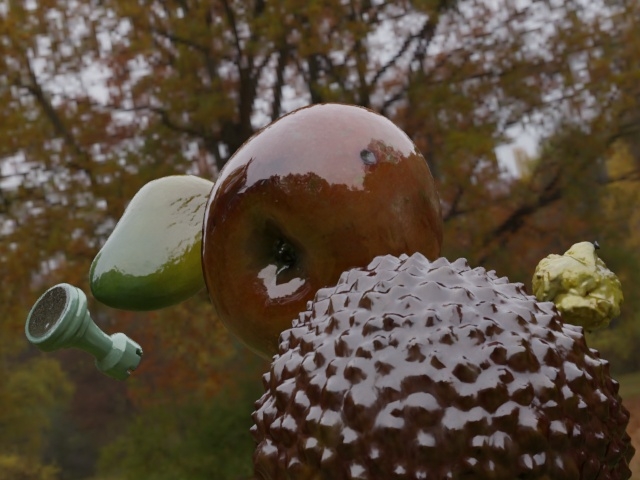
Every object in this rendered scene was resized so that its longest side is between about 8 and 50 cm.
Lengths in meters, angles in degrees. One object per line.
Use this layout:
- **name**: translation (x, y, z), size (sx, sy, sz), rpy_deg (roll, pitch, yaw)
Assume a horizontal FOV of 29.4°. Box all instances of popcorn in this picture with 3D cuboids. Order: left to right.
- **popcorn**: translation (0.224, 0.048, 1.087), size (0.084, 0.084, 0.084), rpy_deg (-11, -8, -2)

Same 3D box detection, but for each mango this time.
- **mango**: translation (-0.178, 0.008, 1.446), size (0.137, 0.237, 0.091), rpy_deg (25, -45, -2)

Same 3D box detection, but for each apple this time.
- **apple**: translation (0.000, 0.000, 1.154), size (0.253, 0.253, 0.253), rpy_deg (-11, -8, -2)

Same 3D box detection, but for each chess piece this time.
- **chess piece**: translation (-0.217, 0.091, 1.142), size (0.067, 0.067, 0.103), rpy_deg (-18, -43, 37)

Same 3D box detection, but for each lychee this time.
- **lychee**: translation (0.089, 0.151, 0.910), size (0.276, 0.304, 0.276), rpy_deg (-28, -26, -15)
